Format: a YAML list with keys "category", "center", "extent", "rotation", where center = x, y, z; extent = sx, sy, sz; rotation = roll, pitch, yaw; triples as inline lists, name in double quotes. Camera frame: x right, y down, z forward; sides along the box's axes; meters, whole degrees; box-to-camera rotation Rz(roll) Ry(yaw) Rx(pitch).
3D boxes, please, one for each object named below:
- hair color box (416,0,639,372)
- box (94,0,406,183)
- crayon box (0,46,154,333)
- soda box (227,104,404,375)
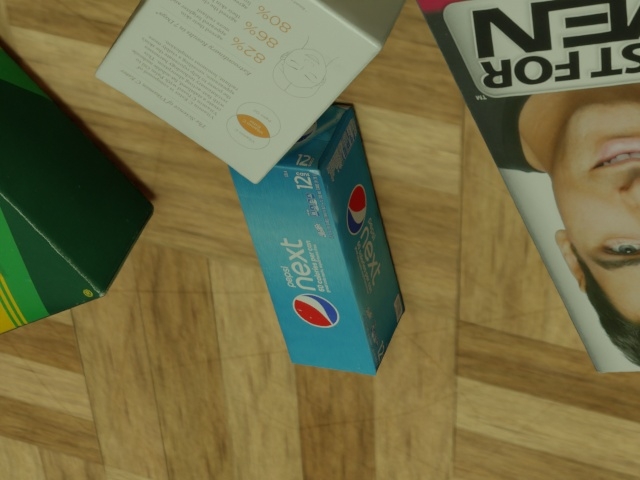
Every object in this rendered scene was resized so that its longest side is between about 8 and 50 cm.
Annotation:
- category: "hair color box"
  center: [0.196, -0.088, 1.075]
  extent: [0.185, 0.113, 0.374]
  rotation: [-4, 133, 32]
- category: "box"
  center: [-0.040, -0.139, 1.164]
  extent: [0.130, 0.091, 0.170]
  rotation: [34, 141, -11]
- category: "crayon box"
  center: [-0.360, -0.052, 1.426]
  extent: [0.363, 0.106, 0.313]
  rotation: [-20, 123, 42]
- category: "soda box"
  center: [0.000, 0.000, 1.318]
  extent: [0.071, 0.067, 0.210]
  rotation: [7, 138, 23]
